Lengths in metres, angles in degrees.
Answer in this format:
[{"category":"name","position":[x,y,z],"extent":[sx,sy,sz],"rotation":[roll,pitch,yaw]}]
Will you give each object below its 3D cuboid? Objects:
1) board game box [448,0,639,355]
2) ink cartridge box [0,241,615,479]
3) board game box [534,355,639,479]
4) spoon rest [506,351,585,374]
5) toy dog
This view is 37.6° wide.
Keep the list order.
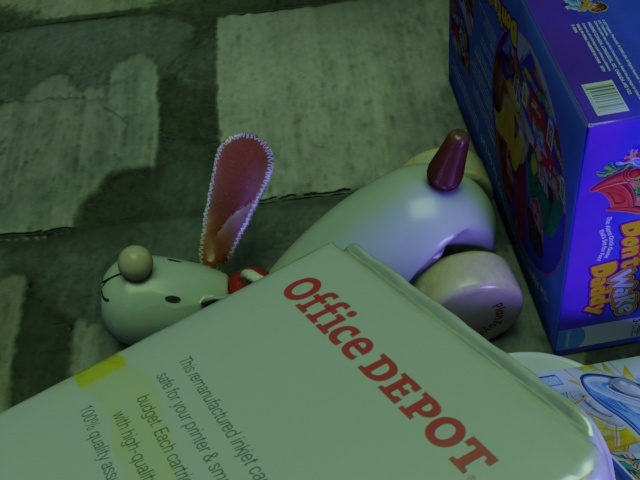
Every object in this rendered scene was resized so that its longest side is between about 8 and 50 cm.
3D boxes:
[{"category":"board game box","position":[0.179,-0.120,0.744],"extent":[0.078,0.233,0.347],"rotation":[-10,48,-1]},{"category":"ink cartridge box","position":[-0.074,0.187,0.480],"extent":[0.384,0.160,0.279],"rotation":[-28,28,-13]},{"category":"board game box","position":[0.226,0.130,0.579],"extent":[0.201,0.035,0.136],"rotation":[-2,38,-40]},{"category":"spoon rest","position":[0.170,0.176,0.570],"extent":[0.137,0.084,0.276],"rotation":[-2,48,-18]},{"category":"toy dog","position":[0.000,0.000,0.705],"extent":[0.333,0.161,0.220],"rotation":[-26,50,-16]}]
